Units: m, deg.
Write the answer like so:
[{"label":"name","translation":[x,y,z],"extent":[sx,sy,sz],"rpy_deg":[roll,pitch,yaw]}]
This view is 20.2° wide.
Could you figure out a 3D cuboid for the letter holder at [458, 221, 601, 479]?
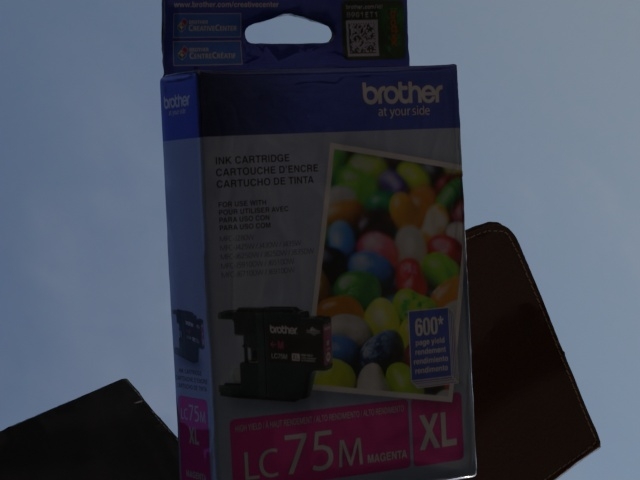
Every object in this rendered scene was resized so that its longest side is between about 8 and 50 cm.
[{"label":"letter holder","translation":[0.028,0.133,1.361],"extent":[0.302,0.152,0.214],"rpy_deg":[-31,-76,-31]}]

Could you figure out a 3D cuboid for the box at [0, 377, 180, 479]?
[{"label":"box","translation":[-0.132,0.336,1.233],"extent":[0.179,0.343,0.312],"rpy_deg":[-21,-131,-34]}]

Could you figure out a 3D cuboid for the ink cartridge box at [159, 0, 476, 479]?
[{"label":"ink cartridge box","translation":[0.000,0.000,1.097],"extent":[0.185,0.311,0.065],"rpy_deg":[-4,180,-30]}]
